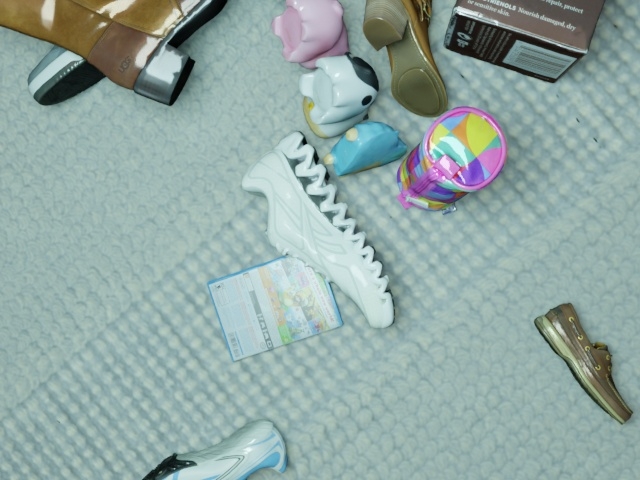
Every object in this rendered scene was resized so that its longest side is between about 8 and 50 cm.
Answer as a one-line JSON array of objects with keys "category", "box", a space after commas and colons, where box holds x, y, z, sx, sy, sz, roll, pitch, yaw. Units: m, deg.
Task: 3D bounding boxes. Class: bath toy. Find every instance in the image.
[{"category": "bath toy", "box": [0.006, -0.262, 0.964, 0.129, 0.151, 0.348, -18, 84, -32]}]

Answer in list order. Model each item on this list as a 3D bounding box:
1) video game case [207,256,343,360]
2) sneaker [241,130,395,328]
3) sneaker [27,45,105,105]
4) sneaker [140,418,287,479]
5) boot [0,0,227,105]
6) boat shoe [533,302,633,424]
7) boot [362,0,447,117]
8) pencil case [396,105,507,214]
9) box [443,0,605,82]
[{"category": "video game case", "box": [-0.065, 0.089, 1.022, 0.166, 0.015, 0.119, -19, 88, 5]}, {"category": "sneaker", "box": [0.000, 0.000, 0.970, 0.118, 0.110, 0.292, -32, 80, 0]}, {"category": "sneaker", "box": [-0.327, -0.340, 0.988, 0.295, 0.124, 0.178, -44, 92, -4]}, {"category": "sneaker", "box": [-0.157, 0.326, 0.997, 0.237, 0.085, 0.086, -24, 95, 8]}, {"category": "boot", "box": [-0.264, -0.343, 0.917, 0.280, 0.096, 0.264, 27, 96, -5]}, {"category": "boat shoe", "box": [0.361, 0.162, 0.961, 0.060, 0.064, 0.178, -37, 84, 6]}, {"category": "boot", "box": [0.130, -0.277, 0.972, 0.073, 0.197, 0.152, -7, 49, 31]}, {"category": "pencil case", "box": [0.156, -0.091, 0.900, 0.104, 0.236, 0.104, 0, 84, -2]}, {"category": "box", "box": [0.272, -0.334, 0.917, 0.167, 0.168, 0.203, 19, 91, 5]}]
